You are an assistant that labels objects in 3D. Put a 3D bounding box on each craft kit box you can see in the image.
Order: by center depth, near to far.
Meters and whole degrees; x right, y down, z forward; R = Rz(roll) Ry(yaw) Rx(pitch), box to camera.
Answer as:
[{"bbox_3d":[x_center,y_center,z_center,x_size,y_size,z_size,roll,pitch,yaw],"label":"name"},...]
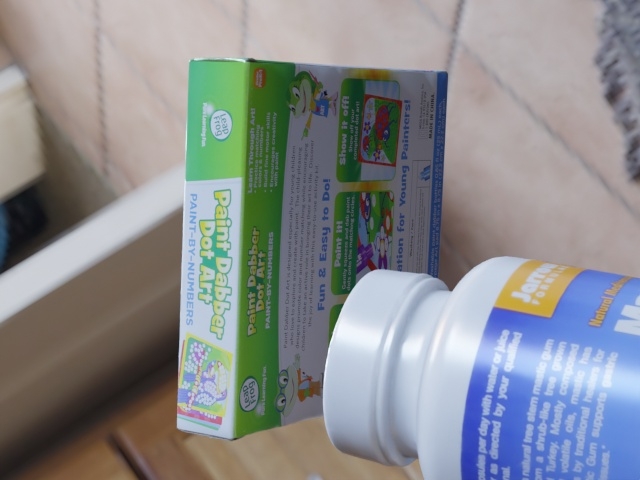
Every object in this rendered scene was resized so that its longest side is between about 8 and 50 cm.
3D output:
[{"bbox_3d":[0.000,0.000,1.225,0.061,0.247,0.249,6,95,33],"label":"craft kit box"}]

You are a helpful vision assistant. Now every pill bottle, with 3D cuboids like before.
[{"bbox_3d":[0.146,0.091,0.968,0.272,0.152,0.152,11,137,23],"label":"pill bottle"}]
